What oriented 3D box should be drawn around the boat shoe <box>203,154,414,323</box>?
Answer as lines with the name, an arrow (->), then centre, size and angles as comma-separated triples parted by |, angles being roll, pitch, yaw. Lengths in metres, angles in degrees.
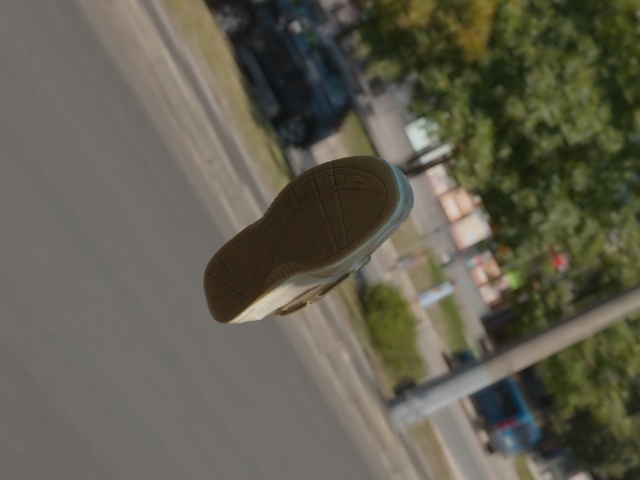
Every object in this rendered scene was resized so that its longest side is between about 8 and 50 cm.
boat shoe -> 0.000, 0.000, 0.959 | 0.059, 0.170, 0.063 | 4, 64, -44
